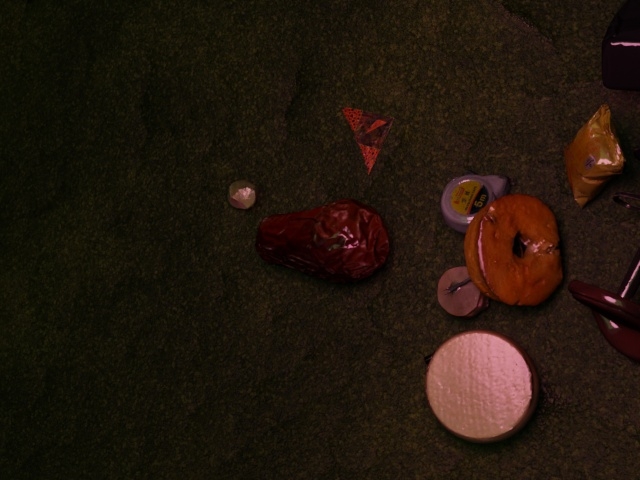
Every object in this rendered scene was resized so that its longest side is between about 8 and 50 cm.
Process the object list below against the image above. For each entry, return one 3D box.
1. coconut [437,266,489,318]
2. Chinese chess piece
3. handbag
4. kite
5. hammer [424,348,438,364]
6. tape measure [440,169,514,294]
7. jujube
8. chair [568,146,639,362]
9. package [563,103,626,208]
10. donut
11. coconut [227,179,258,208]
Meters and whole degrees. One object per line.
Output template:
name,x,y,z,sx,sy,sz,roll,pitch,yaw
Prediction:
coconut,0.327,0.119,1.892,0.116,0.122,0.116,-7,75,26
Chinese chess piece,0.357,0.322,1.832,0.251,0.097,0.250,-4,76,19
handbag,0.779,-0.413,1.785,0.302,0.275,0.177,8,126,26
kite,0.139,-0.289,2.148,0.125,0.008,0.222,-28,67,18
hammer,0.298,0.337,1.915,0.065,0.021,0.178,-26,70,19
tape measure,0.328,-0.012,1.916,0.164,0.084,0.330,14,69,34
jujube,0.000,0.000,2.042,0.342,0.216,0.216,-3,77,31
chair,0.663,0.034,1.686,0.227,0.226,0.400,26,91,29
package,0.591,-0.176,1.793,0.090,0.226,0.168,-4,69,-5
donut,0.425,0.022,1.812,0.118,0.254,0.253,155,119,-62
coconut,-0.212,-0.125,2.246,0.082,0.081,0.083,40,105,-13
